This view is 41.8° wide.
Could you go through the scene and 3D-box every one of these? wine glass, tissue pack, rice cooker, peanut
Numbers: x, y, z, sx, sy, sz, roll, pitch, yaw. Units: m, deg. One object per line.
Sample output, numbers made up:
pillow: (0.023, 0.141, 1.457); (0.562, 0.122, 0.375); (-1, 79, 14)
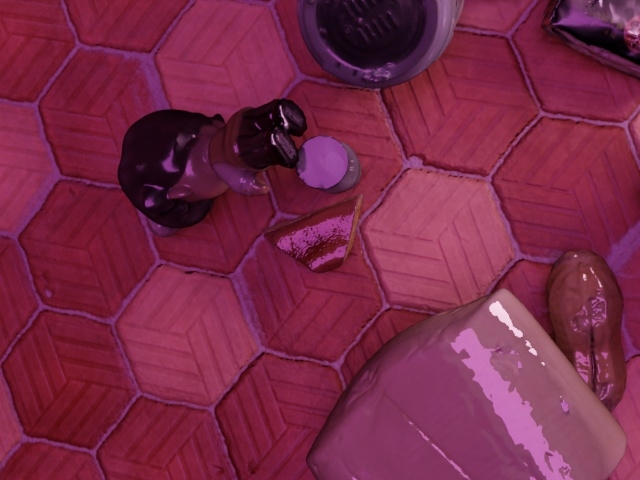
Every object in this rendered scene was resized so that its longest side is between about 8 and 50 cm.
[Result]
wine glass: (0.020, -0.126, 1.430); (0.093, 0.202, 0.092); (0, 92, 11)
tissue pack: (0.536, -0.452, 1.379); (0.245, 0.123, 0.332); (25, 94, -4)
rice cooker: (0.100, -0.394, 1.375); (0.264, 0.316, 0.316); (22, 94, 1)
peanut: (0.447, 0.161, 1.406); (0.130, 0.130, 0.290); (-5, 92, 9)

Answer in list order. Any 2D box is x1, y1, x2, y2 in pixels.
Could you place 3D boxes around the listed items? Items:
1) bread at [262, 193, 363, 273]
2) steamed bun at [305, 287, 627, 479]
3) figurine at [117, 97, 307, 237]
bread: (0.000, 0.000, 1.501); (0.193, 0.067, 0.119); (-19, 80, 7)
steamed bun: (0.222, 0.315, 1.358); (0.456, 0.290, 0.371); (-42, 78, 22)
figurine: (-0.175, -0.138, 1.433); (0.365, 0.206, 0.218); (-4, 71, 27)
